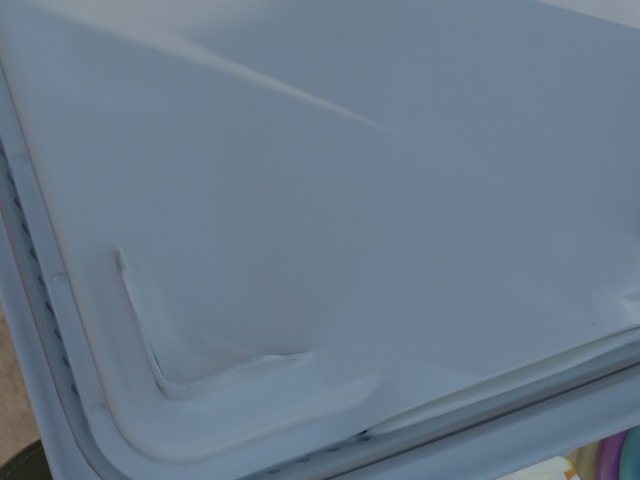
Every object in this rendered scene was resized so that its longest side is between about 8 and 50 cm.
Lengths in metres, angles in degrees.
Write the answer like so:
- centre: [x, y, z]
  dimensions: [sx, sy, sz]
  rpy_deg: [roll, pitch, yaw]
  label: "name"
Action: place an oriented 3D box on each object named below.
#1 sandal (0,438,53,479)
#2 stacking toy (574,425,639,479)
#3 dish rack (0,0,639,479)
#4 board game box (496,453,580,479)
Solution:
- centre: [-0.224, 0.204, 0.895]
  dimensions: [0.240, 0.079, 0.088]
  rpy_deg: [-29, 89, -51]
  label: "sandal"
- centre: [0.250, 0.128, 0.720]
  dimensions: [0.141, 0.330, 0.141]
  rpy_deg: [1, 76, -4]
  label: "stacking toy"
- centre: [0.006, -0.083, 0.438]
  dimensions: [0.286, 0.072, 0.332]
  rpy_deg: [-19, 70, -6]
  label: "dish rack"
- centre: [0.022, 0.192, 0.756]
  dimensions: [0.144, 0.275, 0.142]
  rpy_deg: [-13, 64, -29]
  label: "board game box"
